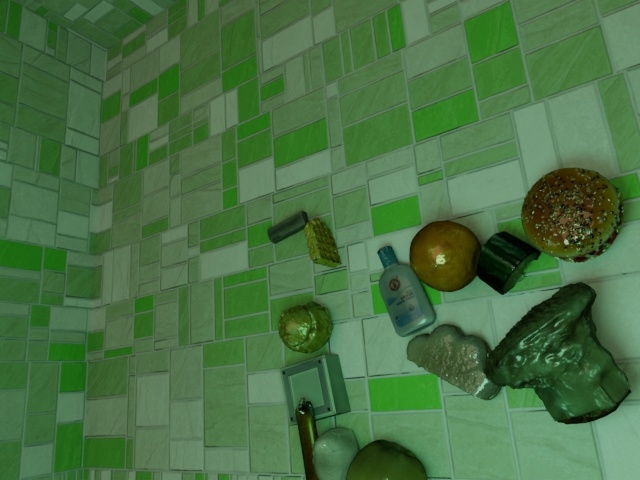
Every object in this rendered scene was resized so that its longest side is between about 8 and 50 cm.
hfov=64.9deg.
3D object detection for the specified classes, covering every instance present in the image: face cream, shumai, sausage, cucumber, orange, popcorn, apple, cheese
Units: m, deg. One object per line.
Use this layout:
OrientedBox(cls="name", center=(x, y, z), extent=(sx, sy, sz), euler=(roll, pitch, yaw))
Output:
OrientedBox(cls="face cream", center=(0.297, 0.177, 1.868), extent=(0.163, 0.080, 0.337), euler=(-32, 63, 26))
OrientedBox(cls="shumai", center=(0.698, 0.344, 1.436), extent=(0.323, 0.324, 0.397), euler=(48, 111, 18))
OrientedBox(cls="sausage", center=(-0.041, 0.753, 1.882), extent=(0.082, 0.082, 0.372), euler=(2, 106, 35))
OrientedBox(cls="cucumber", center=(0.599, 0.076, 1.624), extent=(0.130, 0.191, 0.191), euler=(41, 103, 40))
OrientedBox(cls="orange", center=(0.422, 0.054, 1.710), extent=(0.246, 0.246, 0.246), euler=(-9, 74, 33))
OrientedBox(cls="popcorn", center=(-0.058, 0.345, 1.994), extent=(0.183, 0.221, 0.204), euler=(-27, 63, 54))
OrientedBox(cls="apple", center=(0.218, 0.801, 1.675), extent=(0.262, 0.262, 0.262), euler=(-9, 74, 33))
OrientedBox(cls="cheese", center=(0.060, 0.791, 1.827), extent=(0.154, 0.198, 0.189), euler=(0, 88, 31))

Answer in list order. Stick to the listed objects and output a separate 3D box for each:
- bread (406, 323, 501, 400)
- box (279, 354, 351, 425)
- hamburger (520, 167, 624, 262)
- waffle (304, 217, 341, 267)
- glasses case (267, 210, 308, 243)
OrientedBox(cls="bread", center=(0.456, 0.390, 1.697), extent=(0.337, 0.102, 0.183), euler=(24, 89, 39))
OrientedBox(cls="box", center=(-0.026, 0.585, 1.976), extent=(0.225, 0.117, 0.225), euler=(-25, 65, 28))
OrientedBox(cls="hamburger", center=(0.768, -0.080, 1.540), extent=(0.300, 0.176, 0.300), euler=(-10, 73, 35))
OrientedBox(cls="waffle", center=(0.000, 0.000, 2.071), extent=(0.055, 0.160, 0.211), euler=(-28, 65, 27))
OrientedBox(cls="glasses case", center=(-0.146, -0.058, 2.258), extent=(0.205, 0.047, 0.071), euler=(-26, 66, 27))
